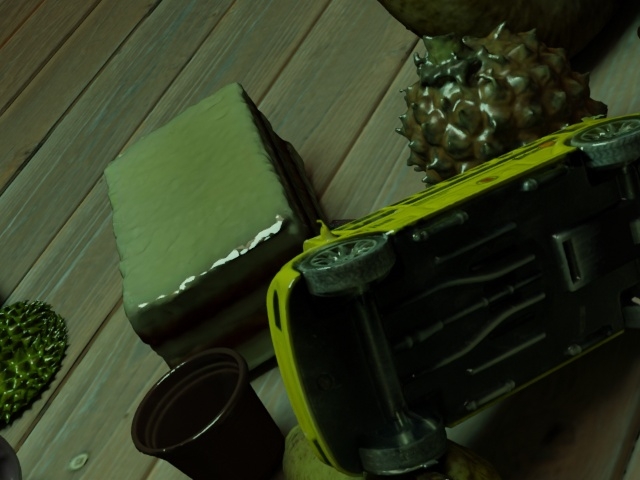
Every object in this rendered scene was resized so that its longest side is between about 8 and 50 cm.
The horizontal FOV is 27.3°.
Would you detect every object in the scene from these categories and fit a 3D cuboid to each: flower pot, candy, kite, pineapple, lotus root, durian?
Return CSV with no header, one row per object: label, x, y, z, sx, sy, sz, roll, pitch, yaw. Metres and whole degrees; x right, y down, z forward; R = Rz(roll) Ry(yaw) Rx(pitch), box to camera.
flower pot,-0.081,0.153,1.042,0.111,0.089,0.111,-27,29,17
candy,-0.092,-0.009,1.246,0.179,0.135,0.320,-35,31,6
kite,0.001,-0.004,1.273,0.078,0.002,0.044,-16,35,32
pineapple,0.140,-0.097,1.063,0.166,0.193,0.166,-30,30,20
lotus root,0.051,0.171,0.875,0.110,0.097,0.258,-32,19,-14
durian,-0.329,0.140,1.372,0.215,0.086,0.100,-56,1,-37

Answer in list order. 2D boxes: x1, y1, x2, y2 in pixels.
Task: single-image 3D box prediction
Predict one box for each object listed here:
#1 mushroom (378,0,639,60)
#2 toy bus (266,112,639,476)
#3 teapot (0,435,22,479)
mushroom,0.199,-0.302,1.197,0.331,0.334,0.356,-39,19,-4
toy bus,0.103,0.024,0.885,0.330,0.144,0.152,-24,16,-25
teapot,-0.318,0.229,1.128,0.148,0.146,0.116,-46,30,-17
